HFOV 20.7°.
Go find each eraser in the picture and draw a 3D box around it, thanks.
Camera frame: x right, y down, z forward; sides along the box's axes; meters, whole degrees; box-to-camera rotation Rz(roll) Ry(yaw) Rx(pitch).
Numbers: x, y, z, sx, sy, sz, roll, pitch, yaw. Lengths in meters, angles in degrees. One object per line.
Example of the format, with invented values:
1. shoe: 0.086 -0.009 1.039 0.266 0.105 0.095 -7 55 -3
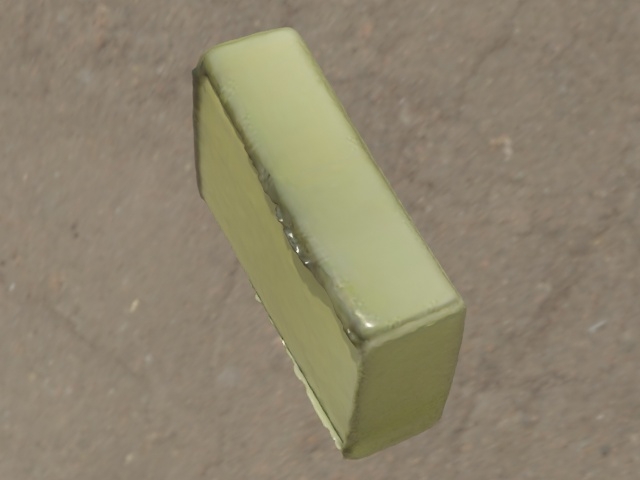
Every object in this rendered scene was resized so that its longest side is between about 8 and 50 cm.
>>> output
1. eraser: 0.000 0.000 0.797 0.058 0.117 0.172 -21 60 -15
